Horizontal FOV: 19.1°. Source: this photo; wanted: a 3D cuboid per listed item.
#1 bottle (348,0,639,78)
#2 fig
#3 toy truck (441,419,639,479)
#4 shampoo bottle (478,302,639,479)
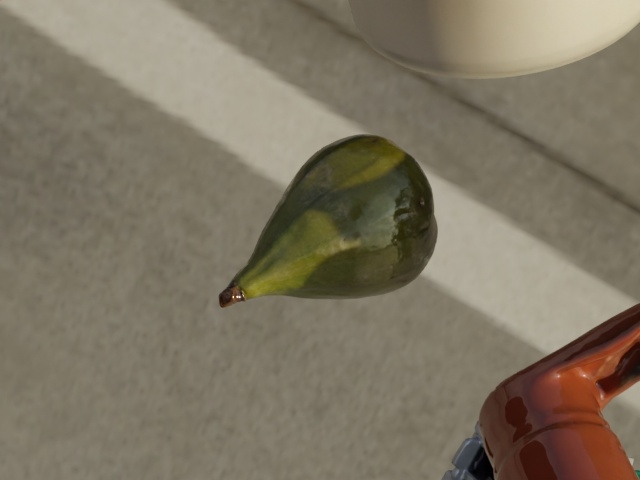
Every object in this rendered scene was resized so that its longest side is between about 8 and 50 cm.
[{"bbox_3d":[0.069,-0.204,0.837,0.147,0.236,0.147,-8,33,5],"label":"bottle"},{"bbox_3d":[0.016,0.009,1.491,0.126,0.133,0.185,33,70,-3],"label":"fig"},{"bbox_3d":[0.154,0.172,1.012,0.110,0.116,0.216,11,20,-37],"label":"toy truck"},{"bbox_3d":[0.088,0.121,0.444,0.085,0.085,0.244,3,41,-19],"label":"shampoo bottle"}]
